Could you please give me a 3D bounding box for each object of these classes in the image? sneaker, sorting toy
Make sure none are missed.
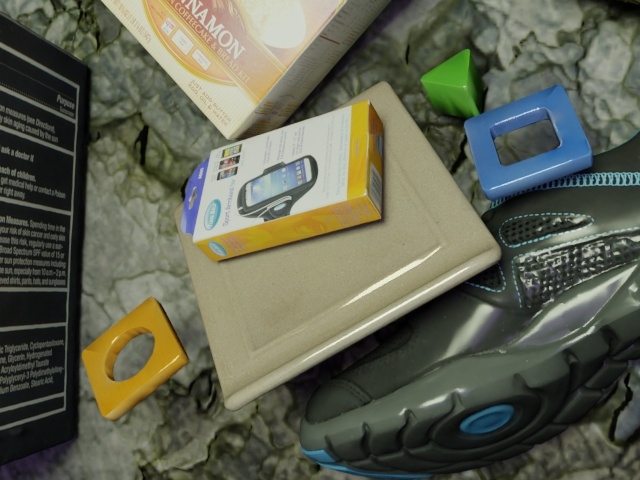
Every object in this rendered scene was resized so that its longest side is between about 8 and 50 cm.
[{"bbox_3d":[0.132,0.040,0.463,0.340,0.125,0.140,-30,52,12],"label":"sneaker"},{"bbox_3d":[0.000,0.000,0.473,0.347,0.047,0.196,-30,45,7],"label":"sorting toy"}]

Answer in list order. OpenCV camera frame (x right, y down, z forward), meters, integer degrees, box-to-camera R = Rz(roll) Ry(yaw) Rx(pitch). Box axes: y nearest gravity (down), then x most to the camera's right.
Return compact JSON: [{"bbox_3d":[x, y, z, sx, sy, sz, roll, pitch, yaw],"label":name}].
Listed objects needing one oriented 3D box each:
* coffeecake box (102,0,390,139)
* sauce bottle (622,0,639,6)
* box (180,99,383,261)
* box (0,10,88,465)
[{"bbox_3d":[-0.036,-0.183,0.492,0.142,0.068,0.185,48,111,10],"label":"coffeecake box"},{"bbox_3d":[0.202,-0.206,0.450,0.344,0.111,0.111,27,91,18],"label":"sauce bottle"},{"bbox_3d":[-0.027,-0.036,0.465,0.136,0.028,0.081,-15,49,24],"label":"box"},{"bbox_3d":[-0.293,-0.005,0.435,0.182,0.296,0.294,1,86,11],"label":"box"}]
